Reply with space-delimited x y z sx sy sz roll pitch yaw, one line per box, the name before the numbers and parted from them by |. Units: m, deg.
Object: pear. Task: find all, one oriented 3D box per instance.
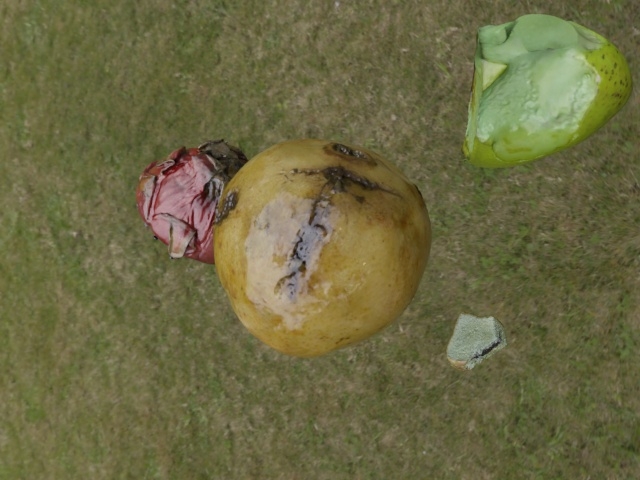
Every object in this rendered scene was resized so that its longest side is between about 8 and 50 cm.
pear | 0.410 -0.252 0.993 0.282 0.176 0.286 1 130 6

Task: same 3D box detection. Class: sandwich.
sandwich | 0.264 0.175 0.929 0.093 0.036 0.104 5 58 51

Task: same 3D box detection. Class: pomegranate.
pomegranate | 0.000 0.000 0.643 0.261 0.260 0.260 0 91 32

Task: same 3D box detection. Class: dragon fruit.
dragon fruit | -0.164 -0.083 0.860 0.148 0.219 0.223 -50 30 37
